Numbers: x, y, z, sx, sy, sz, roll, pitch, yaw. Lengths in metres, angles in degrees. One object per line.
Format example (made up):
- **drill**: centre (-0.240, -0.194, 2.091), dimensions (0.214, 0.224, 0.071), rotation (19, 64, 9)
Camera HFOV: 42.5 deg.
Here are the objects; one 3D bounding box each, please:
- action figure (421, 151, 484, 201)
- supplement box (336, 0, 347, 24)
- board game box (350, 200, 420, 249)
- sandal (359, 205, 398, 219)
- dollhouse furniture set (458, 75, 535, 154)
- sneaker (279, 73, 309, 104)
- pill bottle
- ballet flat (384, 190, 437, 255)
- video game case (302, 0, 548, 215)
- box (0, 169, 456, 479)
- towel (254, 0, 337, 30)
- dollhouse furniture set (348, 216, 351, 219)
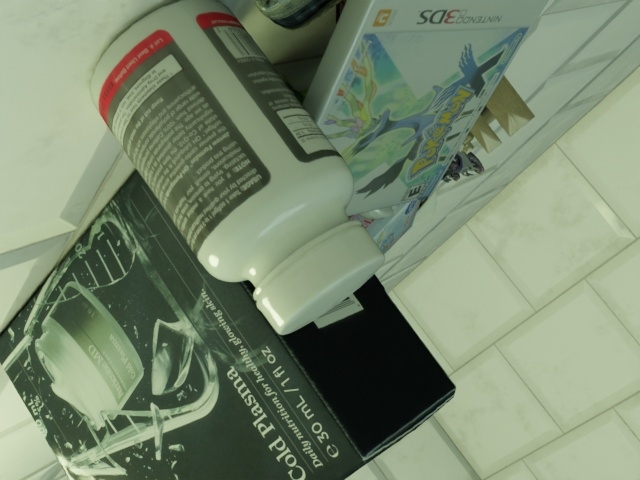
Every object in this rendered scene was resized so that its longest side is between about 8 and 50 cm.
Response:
- **action figure**: centre (0.282, -0.170, 2.045), dimensions (0.285, 0.099, 0.185), rotation (-18, 167, -47)
- **supplement box**: centre (0.083, -0.254, 1.055), dimensions (0.073, 0.130, 0.239), rotation (-35, 169, -7)
- **board game box**: centre (0.082, 0.016, 1.748), dimensions (0.318, 0.066, 0.318), rotation (-45, 169, -11)
- **sandal**: centre (0.100, -0.178, 1.287), dimensions (0.102, 0.169, 0.416), rotation (-4, -152, 25)
- **dollhouse furniture set**: centre (0.285, -0.250, 1.545), dimensions (0.144, 0.123, 0.151), rotation (-40, -157, 10)
- **sneaker**: centre (-0.021, -0.151, 1.166), dimensions (0.109, 0.123, 0.295), rotation (-41, 168, 19)
- **pill bottle**: centre (-0.078, -0.071, 0.832), dimensions (0.176, 0.318, 0.176), rotation (-34, 168, -8)
- **ballet flat**: centre (0.161, -0.051, 2.137), dimensions (0.400, 0.139, 0.139), rotation (-34, 169, -33)
- **video game case**: centre (0.095, -0.156, 0.975), dimensions (0.300, 0.036, 0.329), rotation (-14, 144, -39)
- **box**: centre (-0.155, 0.187, 1.214), dimensions (0.472, 0.479, 0.297), rotation (-44, 164, 30)
- **towel**: centre (0.075, -0.316, 0.779), dimensions (0.324, 0.056, 0.312), rotation (-35, -172, 9)
- **dollhouse furniture set**: centre (0.010, -0.129, 1.424), dimensions (0.212, 0.161, 0.242), rotation (-49, -175, 46)
